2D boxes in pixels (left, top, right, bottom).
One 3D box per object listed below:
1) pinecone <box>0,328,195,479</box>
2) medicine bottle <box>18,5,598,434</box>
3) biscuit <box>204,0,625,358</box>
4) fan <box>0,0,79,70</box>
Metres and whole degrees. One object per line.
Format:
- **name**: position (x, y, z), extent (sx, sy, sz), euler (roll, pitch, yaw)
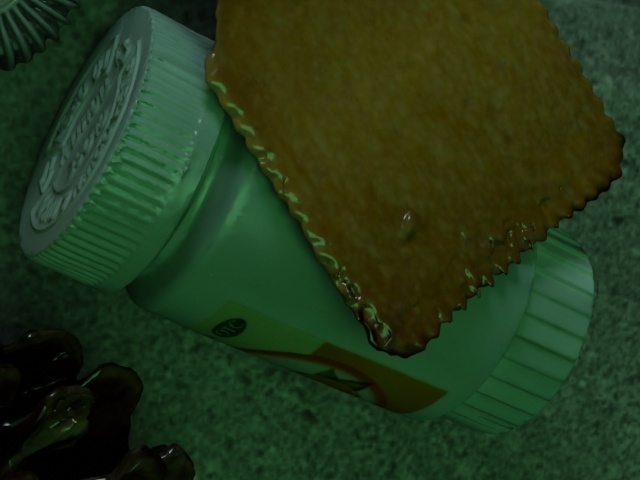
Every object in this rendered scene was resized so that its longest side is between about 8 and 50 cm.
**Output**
- **pinecone**: position (-0.201, 0.184, 0.760), extent (0.298, 0.296, 0.242), euler (34, 47, -49)
- **medicine bottle**: position (0.000, 0.000, 0.839), extent (0.318, 0.158, 0.158), euler (25, 95, -23)
- **biscuit**: position (0.053, -0.086, 0.790), extent (0.232, 0.013, 0.237), euler (-37, 98, -31)
- **fan**: position (-0.142, -0.172, 0.794), extent (0.244, 0.074, 0.130), euler (-19, 115, -21)
